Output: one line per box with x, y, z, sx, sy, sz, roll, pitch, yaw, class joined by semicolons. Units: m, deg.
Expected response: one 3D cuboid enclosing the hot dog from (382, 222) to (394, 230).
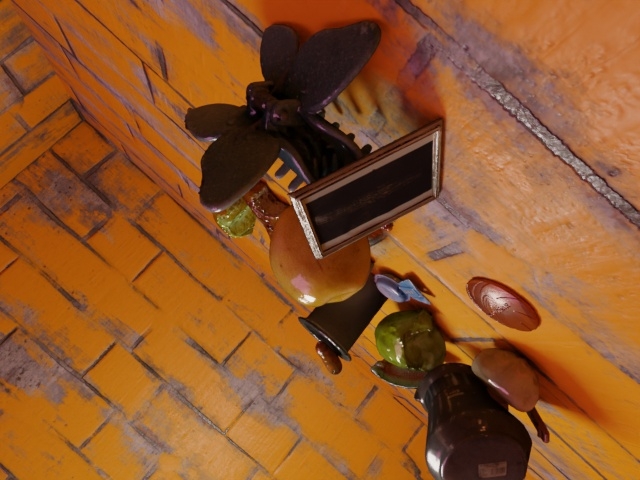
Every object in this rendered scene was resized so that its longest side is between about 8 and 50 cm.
0.135;-0.066;1.236;0.144;0.038;0.062;31;160;33;hot dog

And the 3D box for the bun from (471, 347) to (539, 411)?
0.537;0.386;1.333;0.178;0.128;0.193;45;175;-16;bun

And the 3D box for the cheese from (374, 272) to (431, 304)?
0.254;0.157;1.514;0.135;0.052;0.245;44;163;-18;cheese

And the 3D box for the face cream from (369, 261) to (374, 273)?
0.058;0.039;1.552;0.250;0.077;0.077;34;164;-6;face cream

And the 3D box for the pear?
0.001;0.038;1.360;0.314;0.314;0.314;38;163;13;pear

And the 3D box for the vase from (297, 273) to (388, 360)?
0.096;0.256;1.700;0.245;0.291;0.245;36;162;14;vase

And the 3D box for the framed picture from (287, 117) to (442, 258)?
0.099;-0.081;0.860;0.018;0.293;0.231;61;176;32;framed picture

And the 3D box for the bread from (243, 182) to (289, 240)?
-0.161;-0.065;1.796;0.185;0.109;0.380;29;158;40;bread

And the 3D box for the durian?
0.304;0.363;1.642;0.255;0.204;0.340;49;156;-12;durian

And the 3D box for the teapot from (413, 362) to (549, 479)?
0.488;0.564;1.438;0.361;0.376;0.305;-92;-6;-69;teapot

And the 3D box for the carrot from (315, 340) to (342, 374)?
0.031;0.420;1.667;0.060;0.060;0.186;26;151;44;carrot

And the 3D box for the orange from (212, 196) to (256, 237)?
-0.378;-0.125;2.004;0.158;0.179;0.237;31;162;25;orange

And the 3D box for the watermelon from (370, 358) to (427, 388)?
0.373;0.470;1.815;0.320;0.213;0.290;-1;-179;-30;watermelon

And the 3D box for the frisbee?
0.440;0.167;1.146;0.192;0.035;0.192;37;162;14;frisbee

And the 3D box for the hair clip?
-0.056;-0.207;0.887;0.318;0.392;0.238;44;-177;42;hair clip
